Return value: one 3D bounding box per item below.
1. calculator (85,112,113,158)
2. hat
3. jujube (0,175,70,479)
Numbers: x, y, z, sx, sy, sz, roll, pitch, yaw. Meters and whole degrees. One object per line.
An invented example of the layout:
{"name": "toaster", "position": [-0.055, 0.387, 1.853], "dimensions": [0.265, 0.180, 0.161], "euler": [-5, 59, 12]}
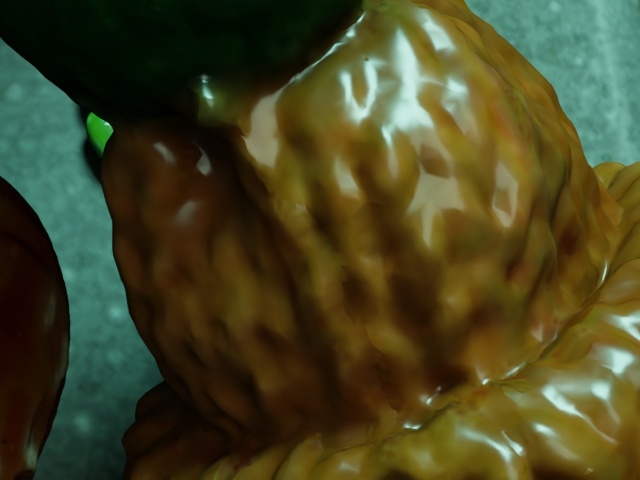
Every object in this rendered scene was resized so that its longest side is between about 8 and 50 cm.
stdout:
{"name": "calculator", "position": [-0.002, -0.047, 0.782], "dimensions": [0.235, 0.032, 0.146], "euler": [11, 71, -25]}
{"name": "hat", "position": [0.000, 0.000, 0.617], "dimensions": [0.285, 0.285, 0.400], "euler": [-42, 105, -29]}
{"name": "jujube", "position": [-0.190, 0.077, 0.580], "dimensions": [0.174, 0.174, 0.250], "euler": [34, 67, -14]}
